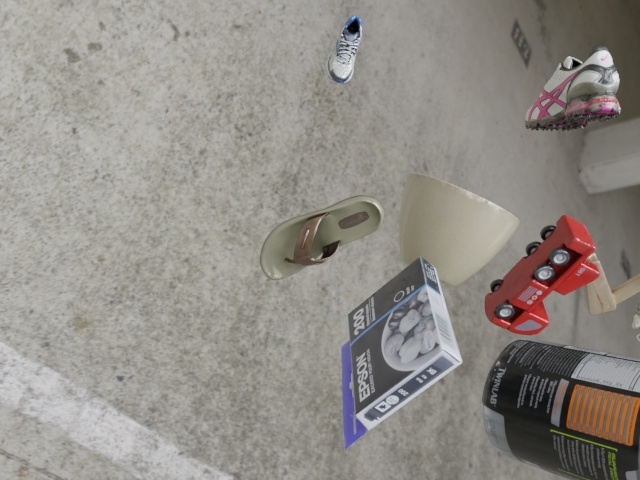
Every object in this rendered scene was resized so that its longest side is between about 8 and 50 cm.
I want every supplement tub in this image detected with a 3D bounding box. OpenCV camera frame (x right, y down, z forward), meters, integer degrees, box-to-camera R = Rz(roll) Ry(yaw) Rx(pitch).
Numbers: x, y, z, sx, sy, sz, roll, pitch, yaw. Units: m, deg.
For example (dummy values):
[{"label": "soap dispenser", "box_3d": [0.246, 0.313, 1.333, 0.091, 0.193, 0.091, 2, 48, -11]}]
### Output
[{"label": "supplement tub", "box_3d": [0.410, 0.257, 0.859, 0.193, 0.316, 0.194, -3, 95, -39]}]

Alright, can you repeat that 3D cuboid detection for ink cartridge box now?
[{"label": "ink cartridge box", "box_3d": [0.087, 0.148, 0.829, 0.045, 0.208, 0.206, 37, 24, -20]}]

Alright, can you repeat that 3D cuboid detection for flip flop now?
[{"label": "flip flop", "box_3d": [0.000, 0.000, 1.205, 0.080, 0.277, 0.112, -94, 158, -61]}]

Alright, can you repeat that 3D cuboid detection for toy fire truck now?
[{"label": "toy fire truck", "box_3d": [0.282, 0.040, 0.640, 0.135, 0.192, 0.047, 25, 35, -13]}]

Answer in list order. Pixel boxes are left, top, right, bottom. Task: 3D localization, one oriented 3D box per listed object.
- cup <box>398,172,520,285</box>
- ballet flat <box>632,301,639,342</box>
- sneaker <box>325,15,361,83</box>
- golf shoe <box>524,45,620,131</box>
[{"label": "cup", "box_3d": [0.349, -0.013, 1.685, 0.331, 0.331, 0.237, 25, 92, -42]}, {"label": "ballet flat", "box_3d": [0.679, 0.187, 1.266, 0.041, 0.041, 0.114, -3, 71, -48]}, {"label": "sneaker", "box_3d": [0.044, -0.342, 1.070, 0.052, 0.058, 0.135, 14, 67, -6]}, {"label": "golf shoe", "box_3d": [0.317, -0.184, 0.763, 0.067, 0.186, 0.086, 0, 91, -7]}]
